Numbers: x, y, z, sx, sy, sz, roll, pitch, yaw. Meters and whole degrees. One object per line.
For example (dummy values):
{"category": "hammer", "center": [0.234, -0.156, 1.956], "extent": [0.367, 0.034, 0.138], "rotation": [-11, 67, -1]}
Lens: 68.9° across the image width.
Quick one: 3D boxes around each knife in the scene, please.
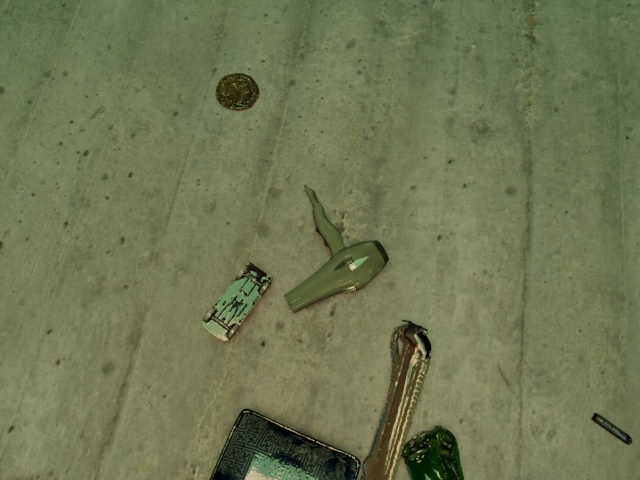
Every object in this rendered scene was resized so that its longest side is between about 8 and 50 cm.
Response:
{"category": "knife", "center": [0.145, 0.339, 0.912], "extent": [0.089, 0.043, 0.365], "rotation": [6, 70, 39]}

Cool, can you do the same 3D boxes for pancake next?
{"category": "pancake", "center": [-0.206, -0.371, 1.157], "extent": [0.115, 0.011, 0.115], "rotation": [0, 72, 0]}

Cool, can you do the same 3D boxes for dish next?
{"category": "dish", "center": [-0.068, 0.439, 0.855], "extent": [0.243, 0.080, 0.182], "rotation": [21, 73, 8]}

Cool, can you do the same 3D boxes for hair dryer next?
{"category": "hair dryer", "center": [-0.017, 0.033, 1.007], "extent": [0.229, 0.092, 0.267], "rotation": [-46, 64, -7]}

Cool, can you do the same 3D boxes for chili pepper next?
{"category": "chili pepper", "center": [0.222, 0.459, 0.862], "extent": [0.108, 0.062, 0.216], "rotation": [-18, 73, 29]}

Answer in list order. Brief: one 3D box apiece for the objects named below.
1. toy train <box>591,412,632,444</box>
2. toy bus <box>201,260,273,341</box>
{"category": "toy train", "center": [0.575, 0.370, 0.913], "extent": [0.083, 0.017, 0.017], "rotation": [35, 76, 10]}
{"category": "toy bus", "center": [-0.170, 0.128, 0.961], "extent": [0.069, 0.074, 0.162], "rotation": [35, 73, 3]}
